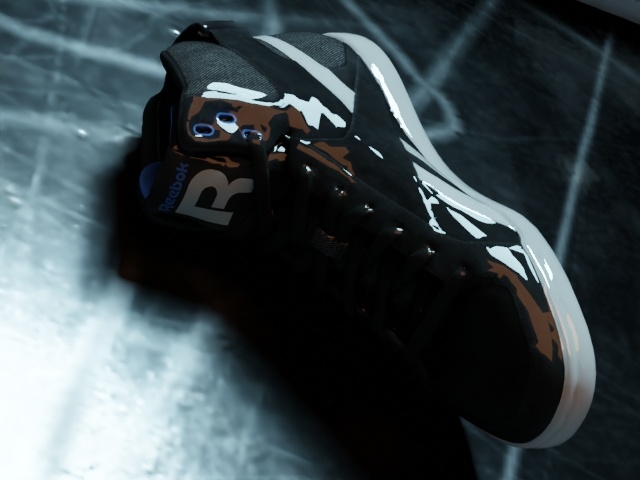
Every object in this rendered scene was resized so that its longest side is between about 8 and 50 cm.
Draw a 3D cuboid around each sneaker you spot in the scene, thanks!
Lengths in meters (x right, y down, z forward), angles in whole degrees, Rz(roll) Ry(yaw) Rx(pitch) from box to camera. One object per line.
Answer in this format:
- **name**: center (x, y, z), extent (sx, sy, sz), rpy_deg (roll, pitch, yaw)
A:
- **sneaker**: center (0.000, 0.000, 0.701), extent (0.121, 0.079, 0.217), rpy_deg (-1, 40, -34)

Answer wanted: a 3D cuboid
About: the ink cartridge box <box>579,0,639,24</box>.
- **ink cartridge box**: center (0.177, -0.209, 1.095), extent (0.189, 0.066, 0.232), rpy_deg (17, 43, -21)
